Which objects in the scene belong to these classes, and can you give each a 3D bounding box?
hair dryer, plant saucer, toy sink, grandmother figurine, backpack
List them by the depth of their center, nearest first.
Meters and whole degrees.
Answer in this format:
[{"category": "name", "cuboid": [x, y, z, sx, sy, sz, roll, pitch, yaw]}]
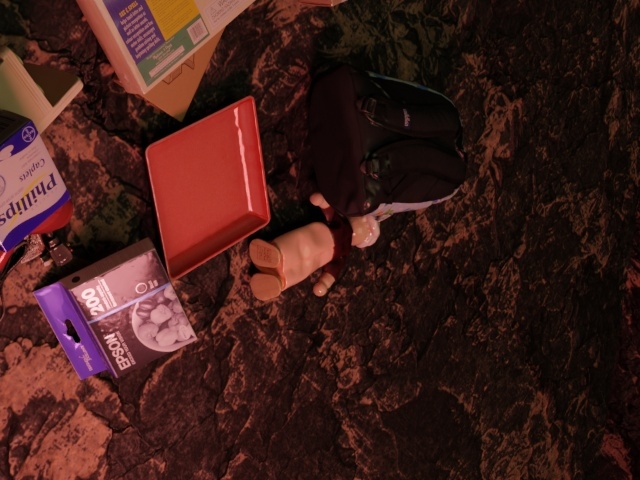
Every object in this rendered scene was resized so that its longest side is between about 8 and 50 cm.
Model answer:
[{"category": "toy sink", "cuboid": [-0.471, -0.195, 1.653, 0.234, 0.153, 0.131, -52, 138, -22]}, {"category": "hair dryer", "cuboid": [-0.450, 0.008, 1.756, 0.223, 0.080, 0.293, -47, 155, -31]}, {"category": "plant saucer", "cuboid": [-0.205, -0.098, 2.105, 0.259, 0.048, 0.258, -33, 128, -40]}, {"category": "backpack", "cuboid": [0.138, -0.183, 2.338, 0.356, 0.273, 0.290, -7, 87, -36]}, {"category": "grandmother figurine", "cuboid": [0.000, 0.000, 2.360, 0.342, 0.104, 0.207, -22, 126, -48]}]

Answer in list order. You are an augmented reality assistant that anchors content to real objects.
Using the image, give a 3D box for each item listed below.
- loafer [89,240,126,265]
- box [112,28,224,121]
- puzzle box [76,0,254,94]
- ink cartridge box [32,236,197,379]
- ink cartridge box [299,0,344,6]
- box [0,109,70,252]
[{"category": "loafer", "cuboid": [-0.304, 0.090, 2.032, 0.078, 0.076, 0.223, -46, 133, -15]}, {"category": "box", "cuboid": [-0.246, -0.319, 1.986, 0.164, 0.021, 0.201, 31, 80, -51]}, {"category": "puzzle box", "cuboid": [-0.220, -0.458, 1.912, 0.409, 0.052, 0.272, -46, 129, -29]}, {"category": "ink cartridge box", "cuboid": [-0.332, 0.124, 1.961, 0.208, 0.045, 0.206, -26, 126, -7]}, {"category": "ink cartridge box", "cuboid": [0.057, -0.556, 2.209, 0.235, 0.088, 0.193, -32, 127, -40]}, {"category": "box", "cuboid": [-0.417, -0.078, 1.584, 0.126, 0.072, 0.137, -46, 136, -29]}]
